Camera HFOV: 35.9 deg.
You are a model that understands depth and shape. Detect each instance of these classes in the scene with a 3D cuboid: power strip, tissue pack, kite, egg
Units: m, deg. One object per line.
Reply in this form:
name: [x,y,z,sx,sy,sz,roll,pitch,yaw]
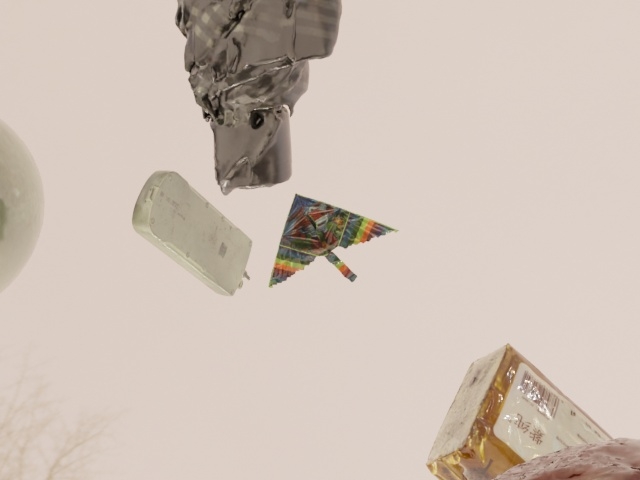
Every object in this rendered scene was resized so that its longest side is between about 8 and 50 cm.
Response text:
power strip: [-0.143,-0.003,1.162,0.029,0.227,0.080,7,-113,32]
tissue pack: [0.244,0.251,1.101,0.226,0.183,0.092,44,-45,-7]
kite: [0.000,0.000,0.814,0.122,0.004,0.090,-30,-74,18]
egg: [-0.445,-0.035,1.108,0.258,0.352,0.259,1,-75,3]

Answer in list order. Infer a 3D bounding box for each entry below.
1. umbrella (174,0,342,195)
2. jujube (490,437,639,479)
umbrella: [-0.034,-0.191,0.573,0.128,0.154,0.337,-6,-81,-11]
jujube: [0.116,0.231,0.382,0.258,0.376,0.258,5,-74,19]
